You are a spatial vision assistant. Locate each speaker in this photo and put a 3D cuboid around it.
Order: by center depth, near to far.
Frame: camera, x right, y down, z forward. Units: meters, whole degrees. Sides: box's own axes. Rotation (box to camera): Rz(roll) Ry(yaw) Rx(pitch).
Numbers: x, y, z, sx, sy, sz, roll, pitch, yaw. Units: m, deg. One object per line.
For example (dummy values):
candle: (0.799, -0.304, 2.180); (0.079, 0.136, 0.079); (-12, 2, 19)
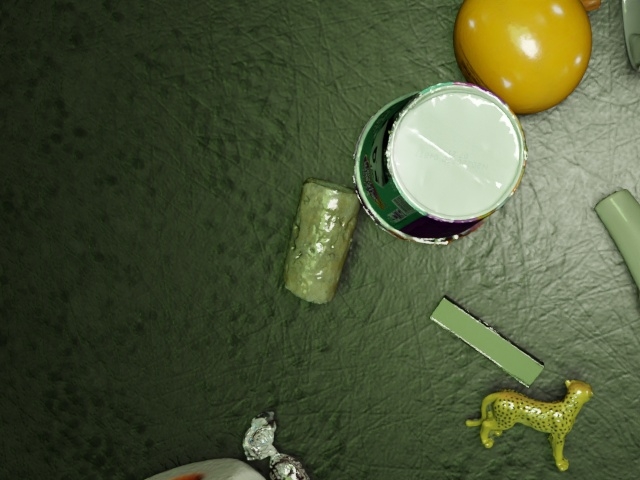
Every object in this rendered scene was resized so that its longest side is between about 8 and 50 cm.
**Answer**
speaker: (0.268, 0.161, 1.208); (0.191, 0.040, 0.046); (35, 101, 11)

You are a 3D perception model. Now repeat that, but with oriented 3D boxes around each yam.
yam: (0.000, 0.000, 1.238); (0.107, 0.107, 0.194); (16, 99, 14)

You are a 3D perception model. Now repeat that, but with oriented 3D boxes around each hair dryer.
hair dryer: (0.546, 0.004, 1.076); (0.296, 0.119, 0.298); (40, 113, 23)

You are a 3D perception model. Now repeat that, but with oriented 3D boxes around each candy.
candy: (-0.053, 0.406, 1.307); (0.094, 0.051, 0.226); (-36, 83, -4)

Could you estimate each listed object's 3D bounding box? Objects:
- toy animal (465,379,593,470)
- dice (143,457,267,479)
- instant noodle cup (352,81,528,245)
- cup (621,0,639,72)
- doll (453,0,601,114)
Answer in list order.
toy animal: (0.321, 0.268, 1.169); (0.182, 0.073, 0.136); (11, 118, 20)
dice: (-0.217, 0.533, 1.259); (0.243, 0.259, 0.251); (-14, 91, 18)
instant noodle cup: (0.179, -0.117, 1.101); (0.251, 0.190, 0.251); (0, 89, -3)
cup: (0.586, -0.351, 0.996); (0.318, 0.212, 0.212); (-4, 93, 15)
doll: (0.318, -0.306, 1.089); (0.236, 0.213, 0.213); (-35, 84, 1)
